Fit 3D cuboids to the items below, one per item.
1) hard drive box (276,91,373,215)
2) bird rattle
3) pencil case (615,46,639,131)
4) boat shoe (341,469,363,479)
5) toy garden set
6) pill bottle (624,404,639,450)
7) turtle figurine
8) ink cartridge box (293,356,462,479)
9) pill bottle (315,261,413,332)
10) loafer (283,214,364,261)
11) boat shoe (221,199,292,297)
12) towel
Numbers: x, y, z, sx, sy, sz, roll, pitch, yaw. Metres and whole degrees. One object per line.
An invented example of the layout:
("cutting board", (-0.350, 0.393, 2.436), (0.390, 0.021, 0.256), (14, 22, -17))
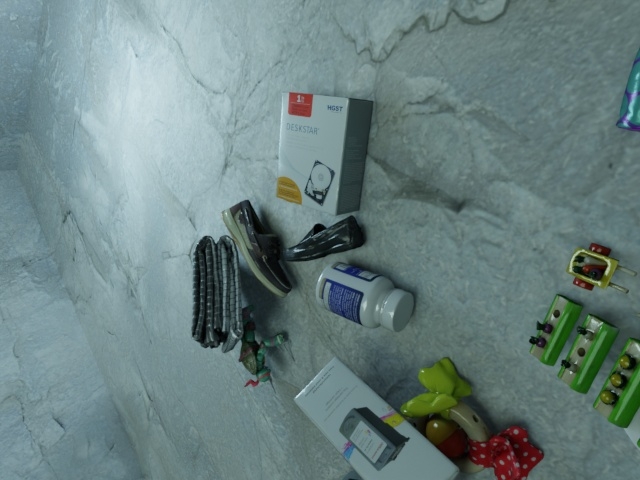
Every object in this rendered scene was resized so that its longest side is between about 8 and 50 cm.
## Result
("hard drive box", (0.002, -0.190, 0.879), (0.181, 0.089, 0.232), (19, 112, 36))
("bird rattle", (0.272, 0.365, 0.789), (0.253, 0.143, 0.207), (40, 137, 12))
("pencil case", (0.432, -0.212, 0.510), (0.070, 0.064, 0.152), (32, 122, 50))
("boat shoe", (0.167, 0.597, 0.935), (0.302, 0.109, 0.094), (-25, 99, 51))
("toy garden set", (0.389, 0.124, 0.543), (0.244, 0.049, 0.204), (-119, 45, -71))
("pill bottle", (0.511, 0.177, 0.479), (0.272, 0.152, 0.152), (-43, 72, 39))
("turtle figurine", (-0.172, 0.308, 1.145), (0.175, 0.118, 0.234), (-48, 61, 34))
("ink cartridge box", (0.116, 0.404, 0.805), (0.306, 0.131, 0.226), (32, 159, 40))
("pill bottle", (0.093, 0.120, 0.860), (0.186, 0.112, 0.112), (18, 112, 38))
("loafer", (0.000, 0.000, 0.941), (0.223, 0.076, 0.078), (-17, 84, 38))
("boat shoe", (-0.152, 0.015, 1.061), (0.092, 0.103, 0.285), (-38, 73, 7))
("towel", (-0.287, 0.151, 1.100), (0.235, 0.121, 0.284), (129, 137, -63))
